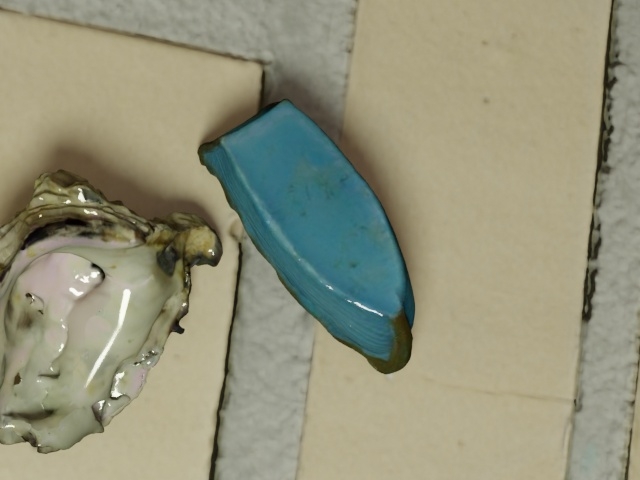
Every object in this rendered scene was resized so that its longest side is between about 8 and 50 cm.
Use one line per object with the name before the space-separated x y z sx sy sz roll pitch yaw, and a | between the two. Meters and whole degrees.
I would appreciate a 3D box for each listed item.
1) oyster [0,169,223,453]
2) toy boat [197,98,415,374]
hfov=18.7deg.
oyster | -0.140 0.038 1.149 0.191 0.081 0.163 -13 109 -32
toy boat | 0.000 0.000 1.196 0.075 0.077 0.185 -36 83 -17
